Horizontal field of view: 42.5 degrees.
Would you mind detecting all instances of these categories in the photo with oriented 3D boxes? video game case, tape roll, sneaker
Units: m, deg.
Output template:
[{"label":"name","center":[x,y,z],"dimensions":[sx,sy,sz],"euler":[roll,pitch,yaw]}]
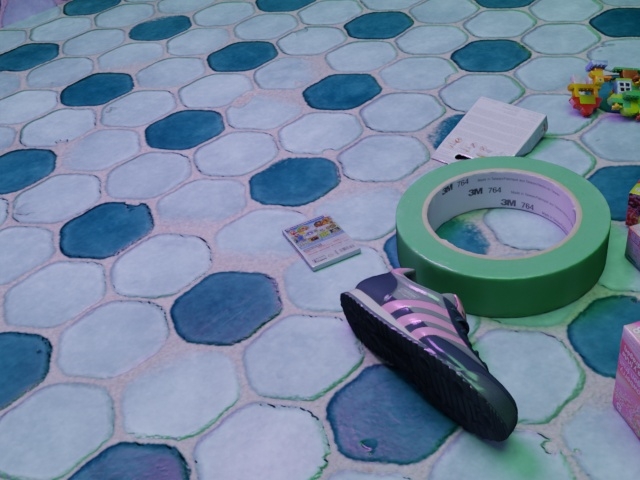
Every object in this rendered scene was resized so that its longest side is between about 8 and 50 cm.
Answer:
[{"label":"video game case","center":[0.000,0.000,1.353],"dimensions":[0.087,0.011,0.122],"euler":[-22,39,-17]},{"label":"tape roll","center":[0.278,-0.016,1.272],"dimensions":[0.321,0.077,0.321],"euler":[-4,37,3]},{"label":"sneaker","center":[0.162,0.127,1.075],"dimensions":[0.131,0.112,0.319],"euler":[-29,43,-21]}]

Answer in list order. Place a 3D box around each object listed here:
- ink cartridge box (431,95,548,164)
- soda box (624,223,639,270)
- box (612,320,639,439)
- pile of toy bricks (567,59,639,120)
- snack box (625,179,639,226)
[{"label":"ink cartridge box","center":[0.315,-0.182,1.529],"dimensions":[0.145,0.045,0.179],"euler":[25,66,35]},{"label":"soda box","center":[0.510,0.043,1.167],"dimensions":[0.063,0.058,0.183],"euler":[-15,38,-9]},{"label":"box","center":[0.461,0.215,0.880],"dimensions":[0.154,0.142,0.300],"euler":[-15,37,-9]},{"label":"pile of toy bricks","center":[0.589,-0.276,1.557],"dimensions":[0.212,0.118,0.105],"euler":[0,75,-6]},{"label":"snack box","center":[0.609,-0.065,1.278],"dimensions":[0.207,0.070,0.174],"euler":[20,44,33]}]
